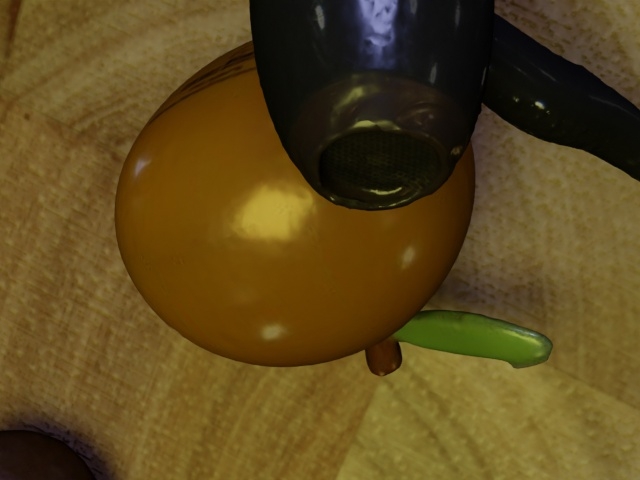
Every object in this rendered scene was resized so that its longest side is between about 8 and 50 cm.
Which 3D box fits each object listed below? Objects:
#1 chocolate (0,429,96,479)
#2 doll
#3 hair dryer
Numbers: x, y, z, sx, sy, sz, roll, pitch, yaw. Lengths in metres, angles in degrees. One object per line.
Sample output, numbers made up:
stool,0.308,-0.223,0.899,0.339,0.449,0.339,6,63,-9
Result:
chocolate,-0.237,0.229,0.860,0.177,0.177,0.176,6,108,18
doll,0.000,0.000,0.693,0.213,0.213,0.236,-22,112,24
hair dryer,0.113,-0.106,0.628,0.359,0.303,0.120,27,135,-31
